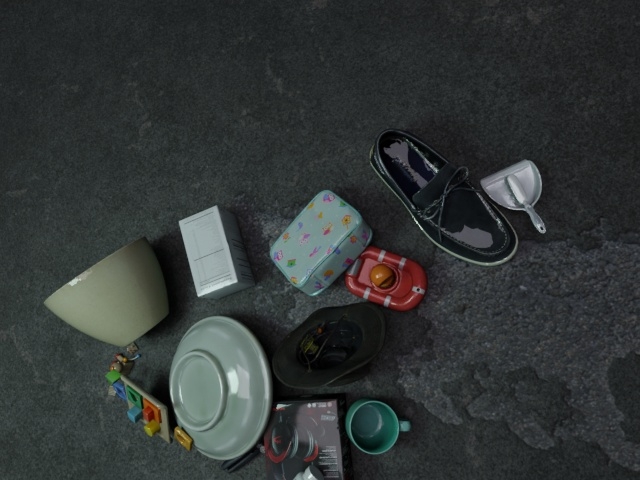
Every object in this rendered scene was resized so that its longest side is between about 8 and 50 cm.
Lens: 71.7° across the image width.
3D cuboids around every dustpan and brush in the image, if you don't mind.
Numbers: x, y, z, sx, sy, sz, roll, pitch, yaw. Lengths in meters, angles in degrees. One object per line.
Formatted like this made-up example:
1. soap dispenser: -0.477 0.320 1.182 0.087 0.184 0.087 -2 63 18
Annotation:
1. dustpan and brush: 0.542 -0.109 1.188 0.147 0.060 0.211 -25 75 10

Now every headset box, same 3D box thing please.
1. headset box: -0.032 0.576 1.198 0.218 0.110 0.293 -7 79 14

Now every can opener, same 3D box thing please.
1. can opener: -0.208 0.609 1.277 0.059 0.073 0.186 41 97 -21

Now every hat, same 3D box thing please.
1. hat: 0.043 0.310 1.183 0.331 0.331 0.133 -24 112 10

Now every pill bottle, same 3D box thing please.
1. pill bottle: -0.047 0.622 1.100 0.067 0.067 0.120 40 94 17

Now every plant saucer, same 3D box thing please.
1. plant saucer: -0.316 0.415 1.248 0.401 0.101 0.400 -4 82 33

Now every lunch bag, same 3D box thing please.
1. lunch bag: 0.000 0.000 1.264 0.279 0.108 0.224 -47 44 0

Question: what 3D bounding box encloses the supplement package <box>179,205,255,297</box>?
1. supplement package: -0.314 0.041 1.352 0.139 0.134 0.244 -21 76 11

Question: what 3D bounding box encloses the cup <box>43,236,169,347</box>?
1. cup: -0.601 0.179 1.338 0.331 0.331 0.237 -34 98 7

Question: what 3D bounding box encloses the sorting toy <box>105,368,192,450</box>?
1. sorting toy: -0.511 0.499 1.284 0.348 0.047 0.195 24 130 24

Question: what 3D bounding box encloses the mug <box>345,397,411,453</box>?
1. mug: 0.141 0.491 1.168 0.158 0.097 0.129 35 74 0

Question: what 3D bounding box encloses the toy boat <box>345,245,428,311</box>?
1. toy boat: 0.174 0.101 1.203 0.231 0.151 0.150 20 86 17

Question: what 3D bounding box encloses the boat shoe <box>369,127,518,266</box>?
1. boat shoe: 0.320 -0.123 1.203 0.187 0.156 0.500 -43 74 3

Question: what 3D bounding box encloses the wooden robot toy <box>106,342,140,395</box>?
1. wooden robot toy: -0.648 0.407 1.408 0.076 0.079 0.173 23 87 17
